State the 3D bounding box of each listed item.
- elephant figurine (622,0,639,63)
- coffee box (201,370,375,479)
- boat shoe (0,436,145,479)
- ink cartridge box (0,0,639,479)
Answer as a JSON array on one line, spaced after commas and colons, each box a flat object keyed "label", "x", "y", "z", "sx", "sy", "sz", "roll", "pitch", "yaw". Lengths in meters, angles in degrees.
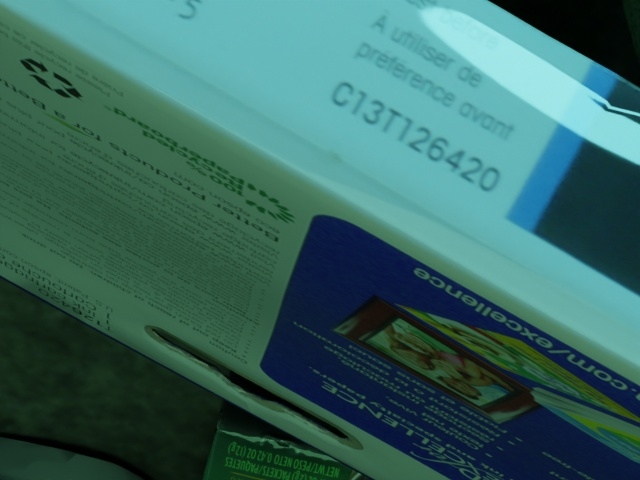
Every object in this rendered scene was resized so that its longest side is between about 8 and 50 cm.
[{"label": "elephant figurine", "x": 0.085, "y": -0.129, "z": 0.475, "sx": 0.186, "sy": 0.169, "sz": 0.239, "roll": -37, "pitch": 101, "yaw": 0}, {"label": "coffee box", "x": 0.000, "y": 0.138, "z": 0.762, "sx": 0.113, "sy": 0.040, "sz": 0.184, "roll": 14, "pitch": 129, "yaw": -2}, {"label": "boat shoe", "x": -0.214, "y": 0.133, "z": 0.751, "sx": 0.306, "sy": 0.105, "sz": 0.113, "roll": 12, "pitch": 129, "yaw": -1}, {"label": "ink cartridge box", "x": 0.000, "y": 0.000, "z": 0.548, "sx": 0.304, "sy": 0.072, "sz": 0.307, "roll": 29, "pitch": 167, "yaw": 1}]
